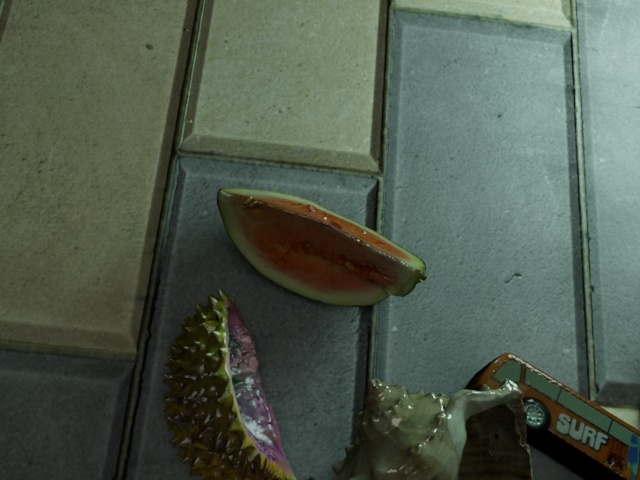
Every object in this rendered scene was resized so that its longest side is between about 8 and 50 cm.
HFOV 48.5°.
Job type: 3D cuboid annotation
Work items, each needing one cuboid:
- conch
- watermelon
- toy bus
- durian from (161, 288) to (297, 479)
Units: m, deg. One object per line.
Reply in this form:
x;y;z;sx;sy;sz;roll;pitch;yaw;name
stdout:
0.155;0.290;0.919;0.263;0.324;0.186;-32;31;-9;conch
-0.010;0.023;1.031;0.304;0.159;0.128;23;99;1;watermelon
0.391;0.296;0.983;0.409;0.093;0.092;32;62;5;toy bus
-0.135;0.197;0.942;0.154;0.186;0.260;-14;59;-17;durian
